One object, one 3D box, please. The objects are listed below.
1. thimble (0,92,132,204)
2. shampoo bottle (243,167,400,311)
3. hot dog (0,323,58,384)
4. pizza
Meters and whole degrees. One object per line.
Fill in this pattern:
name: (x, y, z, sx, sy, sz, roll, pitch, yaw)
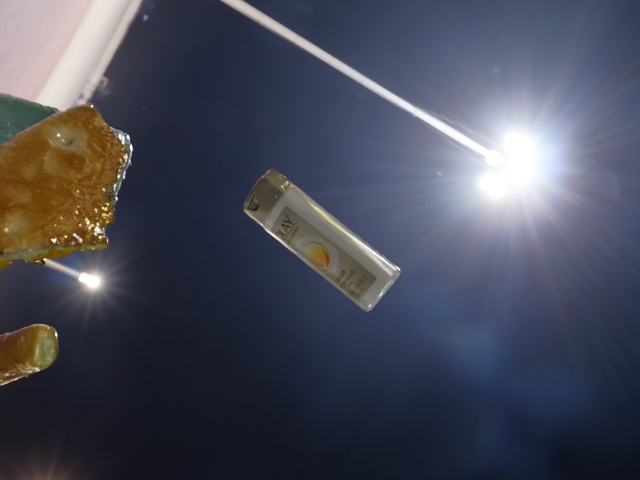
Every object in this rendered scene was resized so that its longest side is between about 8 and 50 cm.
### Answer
thimble: (-0.411, -0.130, 1.164, 0.198, 0.235, 0.143, 20, -85, 60)
shampoo bottle: (0.000, 0.000, 1.029, 0.056, 0.227, 0.086, -47, 175, -43)
hot dog: (-0.506, 0.184, 1.162, 0.286, 0.061, 0.087, -23, -112, 32)
pizza: (-0.262, -0.047, 0.728, 0.271, 0.134, 0.056, -92, -164, -45)
